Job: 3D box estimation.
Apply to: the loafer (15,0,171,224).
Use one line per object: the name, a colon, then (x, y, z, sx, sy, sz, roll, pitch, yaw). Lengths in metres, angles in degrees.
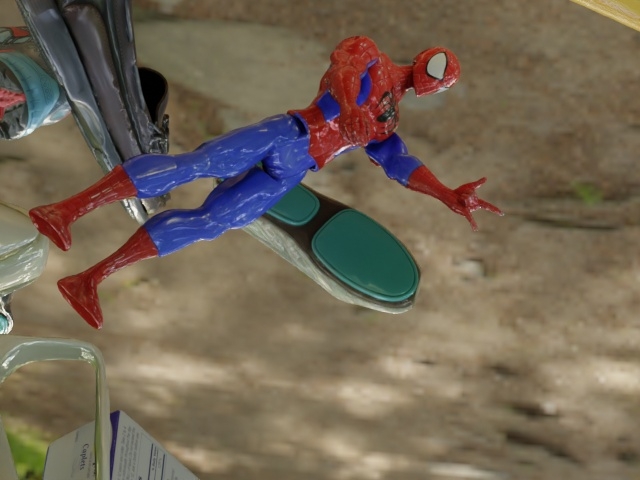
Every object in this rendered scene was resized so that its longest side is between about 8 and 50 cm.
loafer: (-0.162, -0.122, 1.295, 0.095, 0.109, 0.302, -29, 146, -7)

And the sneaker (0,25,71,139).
sneaker: (-0.291, -0.160, 1.527, 0.125, 0.104, 0.262, -19, -154, -27)

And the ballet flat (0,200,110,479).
ballet flat: (-0.237, 0.089, 1.031, 0.182, 0.483, 0.164, -21, 159, -5)

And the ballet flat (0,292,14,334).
ballet flat: (-0.385, 0.061, 1.826, 0.074, 0.074, 0.203, 8, 157, -8)

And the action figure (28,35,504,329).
action figure: (-0.011, -0.034, 0.905, 0.139, 0.280, 0.091, 34, 149, 45)

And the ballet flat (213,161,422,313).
ballet flat: (0.000, 0.000, 1.002, 0.168, 0.057, 0.052, 38, 153, 24)

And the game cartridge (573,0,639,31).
game cartridge: (0.040, -0.242, 0.908, 0.323, 0.285, 0.053, 13, 120, -37)

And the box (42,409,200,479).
box: (-0.139, 0.219, 1.140, 0.072, 0.126, 0.137, -25, 128, 21)
